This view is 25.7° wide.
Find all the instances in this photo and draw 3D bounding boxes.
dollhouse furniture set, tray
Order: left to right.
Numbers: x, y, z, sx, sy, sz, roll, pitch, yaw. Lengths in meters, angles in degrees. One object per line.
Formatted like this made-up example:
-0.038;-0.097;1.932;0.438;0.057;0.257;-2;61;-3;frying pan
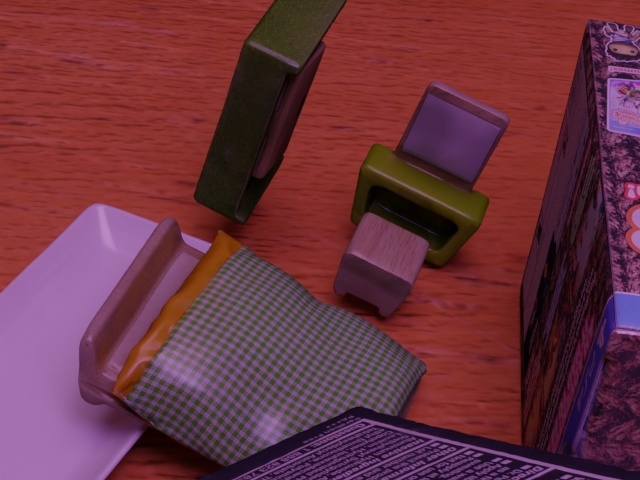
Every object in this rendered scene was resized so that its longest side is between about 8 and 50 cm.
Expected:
-0.155;0.077;0.900;0.145;0.030;0.270;21;41;15;tray
0.000;0.000;0.887;0.197;0.151;0.301;26;42;1;dollhouse furniture set

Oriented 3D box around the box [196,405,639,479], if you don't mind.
0.000;0.213;0.542;0.296;0.182;0.294;-22;11;-28;box

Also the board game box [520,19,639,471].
0.207;0.049;0.829;0.141;0.232;0.291;8;40;1;board game box
